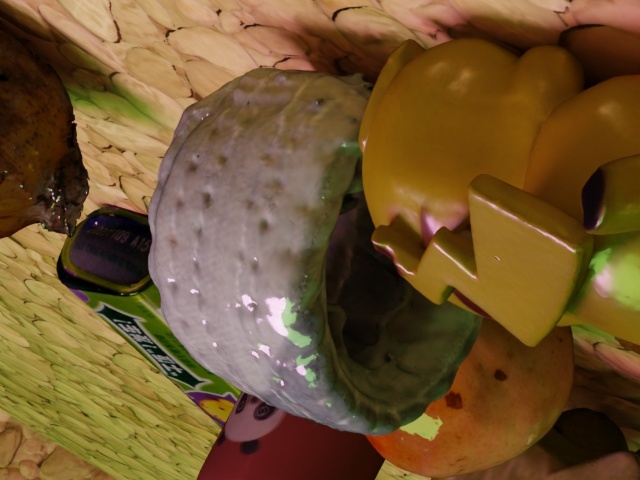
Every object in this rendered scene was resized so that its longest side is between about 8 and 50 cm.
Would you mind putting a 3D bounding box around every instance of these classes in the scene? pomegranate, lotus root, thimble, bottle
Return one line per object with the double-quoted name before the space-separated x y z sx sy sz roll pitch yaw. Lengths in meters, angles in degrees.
"pomegranate" 0.099 0.085 1.435 0.191 0.191 0.191 26 163 9
"lotus root" -0.359 -0.124 1.544 0.397 0.179 0.196 28 166 4
"thimble" 0.000 0.000 1.275 0.172 0.205 0.250 22 131 41
"bottle" -0.013 0.177 1.603 0.144 0.336 0.144 25 163 8

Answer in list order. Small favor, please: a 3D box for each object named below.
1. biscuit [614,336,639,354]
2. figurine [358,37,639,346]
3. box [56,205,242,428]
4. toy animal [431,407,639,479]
"biscuit" 0.291 0.053 1.259 0.278 0.043 0.301 35 164 -26
"figurine" 0.146 -0.022 1.053 0.218 0.169 0.326 35 164 -36
"box" -0.128 0.093 1.962 0.134 0.097 0.345 6 153 34
"toy animal" 0.209 0.203 1.658 0.181 0.180 0.363 30 -173 19
